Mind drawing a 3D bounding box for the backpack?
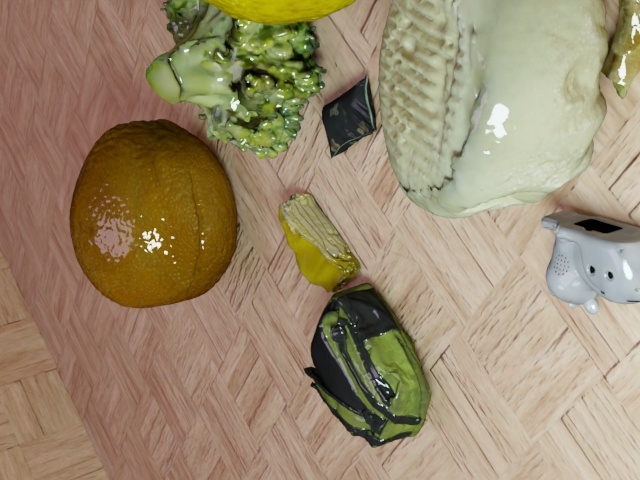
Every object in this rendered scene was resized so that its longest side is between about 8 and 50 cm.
[{"bbox_3d":[0.076,0.212,1.785,0.253,0.140,0.207,56,147,33],"label":"backpack"}]

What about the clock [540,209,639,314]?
[{"bbox_3d":[0.344,0.039,1.339,0.176,0.080,0.117,22,121,53],"label":"clock"}]

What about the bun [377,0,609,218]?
[{"bbox_3d":[0.211,-0.200,1.302,0.359,0.211,0.360,179,90,-70],"label":"bun"}]

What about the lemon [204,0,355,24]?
[{"bbox_3d":[-0.050,-0.465,1.475,0.387,0.349,0.350,10,113,65],"label":"lemon"}]

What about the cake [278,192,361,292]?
[{"bbox_3d":[-0.004,0.001,1.876,0.116,0.079,0.185,-19,84,61],"label":"cake"}]

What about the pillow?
[{"bbox_3d":[0.044,-0.193,1.735,0.150,0.048,0.090,-25,85,61],"label":"pillow"}]

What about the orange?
[{"bbox_3d":[-0.325,-0.053,2.124,0.322,0.322,0.357,-4,95,58],"label":"orange"}]

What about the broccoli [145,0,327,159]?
[{"bbox_3d":[-0.137,-0.303,1.822,0.334,0.272,0.324,4,147,50],"label":"broccoli"}]

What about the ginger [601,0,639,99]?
[{"bbox_3d":[0.349,-0.222,1.248,0.057,0.044,0.137,-117,30,-52],"label":"ginger"}]
